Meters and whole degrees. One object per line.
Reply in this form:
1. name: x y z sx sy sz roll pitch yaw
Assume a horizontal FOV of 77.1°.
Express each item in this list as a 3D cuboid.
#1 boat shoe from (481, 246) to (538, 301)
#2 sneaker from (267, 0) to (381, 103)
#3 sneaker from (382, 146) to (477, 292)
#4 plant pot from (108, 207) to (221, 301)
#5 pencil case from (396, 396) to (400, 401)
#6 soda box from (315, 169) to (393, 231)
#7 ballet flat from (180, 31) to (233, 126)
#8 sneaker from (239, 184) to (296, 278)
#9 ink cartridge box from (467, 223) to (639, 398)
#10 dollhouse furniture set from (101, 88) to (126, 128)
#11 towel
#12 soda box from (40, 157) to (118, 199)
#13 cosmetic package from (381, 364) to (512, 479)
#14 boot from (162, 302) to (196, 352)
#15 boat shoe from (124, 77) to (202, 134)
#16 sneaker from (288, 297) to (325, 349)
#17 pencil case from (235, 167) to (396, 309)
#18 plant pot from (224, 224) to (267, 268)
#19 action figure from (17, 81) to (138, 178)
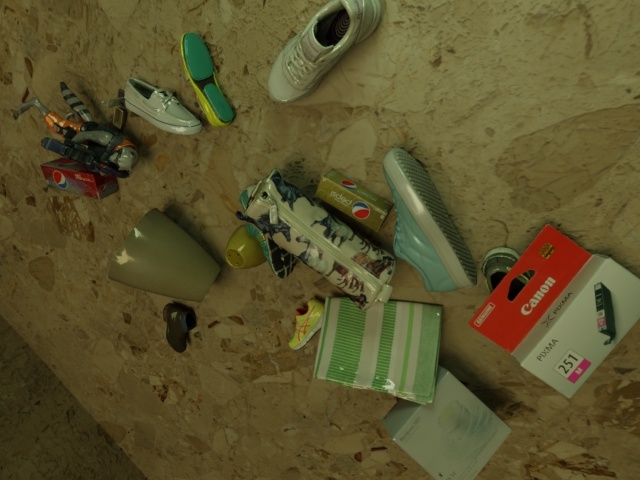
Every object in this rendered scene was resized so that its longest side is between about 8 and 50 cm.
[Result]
1. boat shoe: 0.468 0.158 0.902 0.109 0.091 0.305 -34 97 37
2. sneaker: -0.024 -0.391 0.824 0.305 0.152 0.114 -32 100 38
3. sneaker: 0.210 -0.025 0.912 0.150 0.135 0.365 -24 102 32
4. plant pot: -0.467 0.075 1.276 0.274 0.256 0.256 30 128 -10
5. pencil case: 0.312 0.506 1.172 0.209 0.098 0.095 44 128 1
6. soda box: 0.082 -0.099 0.986 0.181 0.058 0.061 31 127 10
7. ballet flat: -0.300 -0.397 1.019 0.077 0.077 0.230 -2 118 47
8. sneaker: -0.147 -0.024 1.138 0.110 0.107 0.275 -7 106 48
9. ink cartridge box: 0.485 0.142 0.817 0.239 0.060 0.275 34 99 -3
10. dollhouse furniture set: -0.594 -0.366 1.179 0.091 0.081 0.114 36 127 6
11. towel: 0.147 0.278 1.072 0.325 0.038 0.247 3 74 24
12. soda box: -0.829 -0.217 1.384 0.264 0.083 0.092 12 122 21
13. cosmetic package: 0.325 0.488 1.062 0.225 0.138 0.224 42 83 2
14. boot: -0.529 0.348 1.537 0.106 0.082 0.219 7 117 28
15. boat shoe: -0.432 -0.365 1.087 0.258 0.095 0.084 25 129 12
16. sneaker: -0.047 0.252 1.238 0.094 0.081 0.208 39 116 3
17. pencil case: 0.000 0.000 0.986 0.410 0.183 0.160 37 103 -4
18. plant pot: -0.228 0.033 1.197 0.134 0.095 0.134 13 122 21
19. action figure: -0.684 -0.313 1.170 0.330 0.341 0.178 34 89 -1
